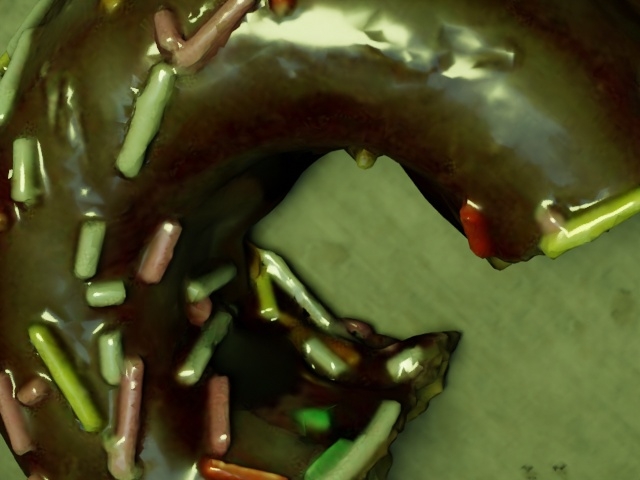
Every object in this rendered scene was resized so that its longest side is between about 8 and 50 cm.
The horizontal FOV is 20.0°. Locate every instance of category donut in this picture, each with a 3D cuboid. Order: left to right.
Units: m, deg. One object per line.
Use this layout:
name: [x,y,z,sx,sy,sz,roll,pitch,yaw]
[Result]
donut: [-0.021,-0.010,0.746,0.259,0.136,0.345,37,109,-5]
